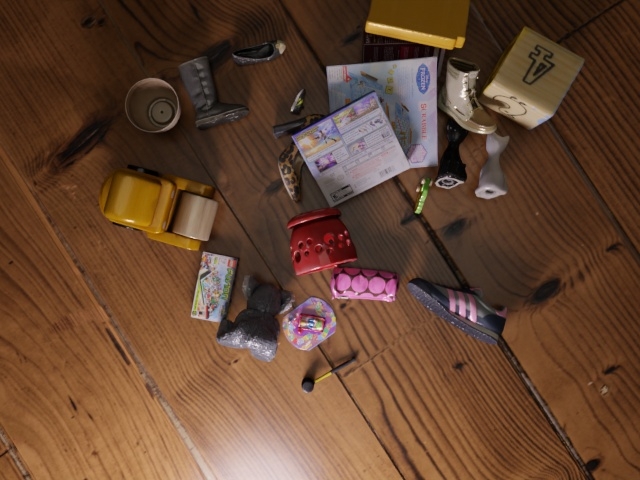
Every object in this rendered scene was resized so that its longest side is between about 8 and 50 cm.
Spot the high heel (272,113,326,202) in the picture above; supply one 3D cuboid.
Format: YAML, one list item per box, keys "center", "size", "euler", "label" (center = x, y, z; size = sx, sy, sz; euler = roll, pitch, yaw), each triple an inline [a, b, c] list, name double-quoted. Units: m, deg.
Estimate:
- center: [-0.035, -0.256, 1.644]
  size: [0.186, 0.093, 0.261]
  euler: [-13, 81, 8]
  label: "high heel"

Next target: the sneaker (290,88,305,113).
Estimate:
- center: [-0.064, -0.433, 1.684]
  size: [0.035, 0.031, 0.083]
  euler: [27, 95, -12]
  label: "sneaker"

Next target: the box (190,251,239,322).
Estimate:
- center: [-0.329, 0.146, 1.686]
  size: [0.114, 0.036, 0.207]
  euler: [10, 90, 2]
  label: "box"

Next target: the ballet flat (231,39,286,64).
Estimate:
- center: [-0.191, -0.584, 1.675]
  size: [0.173, 0.049, 0.058]
  euler: [-15, 90, 2]
  label: "ballet flat"

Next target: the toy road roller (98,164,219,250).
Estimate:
- center: [-0.487, -0.103, 1.589]
  size: [0.329, 0.240, 0.203]
  euler: [16, 91, 2]
  label: "toy road roller"

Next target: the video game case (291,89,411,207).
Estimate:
- center: [0.091, -0.265, 1.576]
  size: [0.269, 0.061, 0.244]
  euler: [-26, 109, 10]
  label: "video game case"

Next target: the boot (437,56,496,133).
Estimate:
- center: [0.437, -0.420, 1.566]
  size: [0.077, 0.165, 0.213]
  euler: [-32, 60, -25]
  label: "boot"

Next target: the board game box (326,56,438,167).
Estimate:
- center: [0.186, -0.370, 1.606]
  size: [0.317, 0.066, 0.319]
  euler: [-4, 110, 2]
  label: "board game box"

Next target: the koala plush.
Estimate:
- center: [-0.180, 0.226, 1.618]
  size: [0.196, 0.203, 0.221]
  euler: [25, 68, -11]
  label: "koala plush"

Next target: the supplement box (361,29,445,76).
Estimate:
- center: [0.245, -0.559, 1.615]
  size: [0.239, 0.130, 0.073]
  euler: [-1, 58, 1]
  label: "supplement box"

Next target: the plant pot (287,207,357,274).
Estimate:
- center: [0.000, 0.000, 1.600]
  size: [0.191, 0.191, 0.174]
  euler: [-13, 86, 2]
  label: "plant pot"

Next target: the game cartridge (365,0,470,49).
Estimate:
- center: [0.295, -0.705, 1.588]
  size: [0.285, 0.053, 0.324]
  euler: [13, 63, 2]
  label: "game cartridge"

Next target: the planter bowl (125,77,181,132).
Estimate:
- center: [-0.499, -0.403, 1.656]
  size: [0.162, 0.109, 0.162]
  euler: [0, 90, 3]
  label: "planter bowl"

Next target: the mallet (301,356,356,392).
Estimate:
- center: [0.024, 0.413, 1.679]
  size: [0.189, 0.062, 0.039]
  euler: [-28, 90, -13]
  label: "mallet"

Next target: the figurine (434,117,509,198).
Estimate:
- center: [0.465, -0.251, 1.621]
  size: [0.214, 0.092, 0.210]
  euler: [14, 75, -6]
  label: "figurine"

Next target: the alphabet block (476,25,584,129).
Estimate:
- center: [0.607, -0.469, 1.579]
  size: [0.197, 0.192, 0.193]
  euler: [30, 89, 3]
  label: "alphabet block"

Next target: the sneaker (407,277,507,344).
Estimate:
- center: [0.418, 0.182, 1.639]
  size: [0.319, 0.112, 0.131]
  euler: [33, 74, -1]
  label: "sneaker"

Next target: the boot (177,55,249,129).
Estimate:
- center: [-0.333, -0.468, 1.677]
  size: [0.189, 0.076, 0.209]
  euler: [-13, 83, 0]
  label: "boot"

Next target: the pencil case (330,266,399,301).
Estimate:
- center: [0.135, 0.138, 1.644]
  size: [0.209, 0.095, 0.098]
  euler: [3, 64, 2]
  label: "pencil case"

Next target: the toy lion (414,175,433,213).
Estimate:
- center: [0.307, -0.133, 1.636]
  size: [0.034, 0.100, 0.096]
  euler: [15, 72, 0]
  label: "toy lion"

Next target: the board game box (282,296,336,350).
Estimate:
- center: [-0.034, 0.263, 1.677]
  size: [0.168, 0.033, 0.133]
  euler: [-35, 89, 2]
  label: "board game box"
